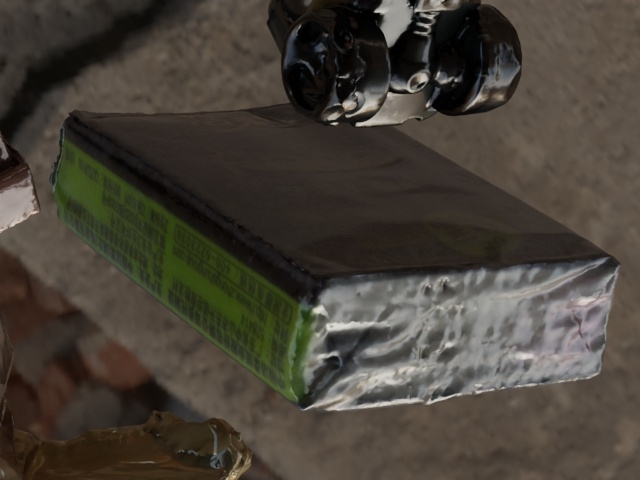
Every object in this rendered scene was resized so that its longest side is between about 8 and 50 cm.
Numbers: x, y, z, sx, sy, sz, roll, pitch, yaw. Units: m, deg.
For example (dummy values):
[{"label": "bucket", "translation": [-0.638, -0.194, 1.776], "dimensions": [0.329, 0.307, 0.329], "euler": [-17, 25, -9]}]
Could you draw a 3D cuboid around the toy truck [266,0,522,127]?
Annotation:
[{"label": "toy truck", "translation": [0.046, -0.181, 1.210], "dimensions": [0.147, 0.165, 0.224], "euler": [-6, 134, -33]}]

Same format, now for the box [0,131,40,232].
[{"label": "box", "translation": [-0.288, -0.042, 0.971], "dimensions": [0.215, 0.215, 0.086], "euler": [-30, 131, -21]}]

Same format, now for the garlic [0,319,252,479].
[{"label": "garlic", "translation": [-0.151, 0.074, 0.681], "dimensions": [0.253, 0.245, 0.245], "euler": [2, 123, -7]}]

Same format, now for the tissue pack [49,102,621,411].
[{"label": "tissue pack", "translation": [0.000, 0.000, 1.513], "dimensions": [0.288, 0.394, 0.124], "euler": [-3, 112, -33]}]
